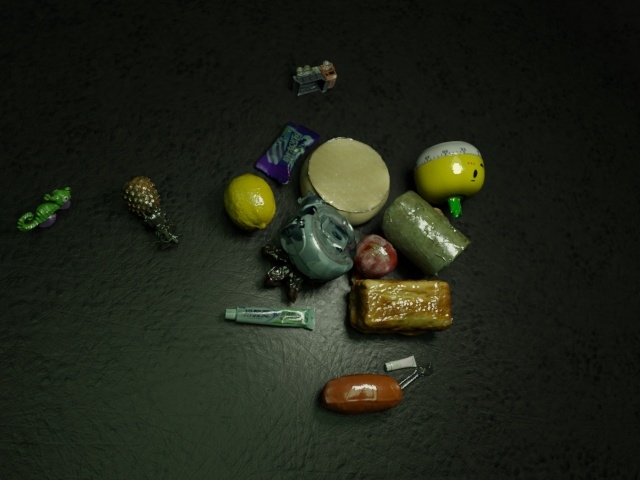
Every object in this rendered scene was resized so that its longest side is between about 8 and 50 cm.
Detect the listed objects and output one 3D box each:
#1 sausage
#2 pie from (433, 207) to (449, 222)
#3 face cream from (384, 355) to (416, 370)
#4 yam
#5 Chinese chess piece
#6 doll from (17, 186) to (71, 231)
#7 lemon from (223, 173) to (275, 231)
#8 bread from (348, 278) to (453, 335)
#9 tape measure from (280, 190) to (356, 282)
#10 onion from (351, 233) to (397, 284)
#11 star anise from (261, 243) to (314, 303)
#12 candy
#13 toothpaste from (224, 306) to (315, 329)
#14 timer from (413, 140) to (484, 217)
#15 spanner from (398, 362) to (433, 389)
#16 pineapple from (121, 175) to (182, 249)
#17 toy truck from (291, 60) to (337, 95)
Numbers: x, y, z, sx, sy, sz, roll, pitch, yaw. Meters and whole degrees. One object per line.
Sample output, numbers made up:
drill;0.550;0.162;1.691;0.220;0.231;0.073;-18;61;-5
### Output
sausage;0.130;0.479;1.419;0.259;0.133;0.133;3;68;-13
pie;0.401;-0.042;1.720;0.163;0.079;0.193;30;73;4
face cream;0.272;0.419;1.537;0.115;0.020;0.038;-6;70;-19
yam;0.350;-0.023;1.589;0.195;0.195;0.300;-37;72;-24
Chinese chess piece;0.091;-0.215;1.679;0.339;0.140;0.337;6;66;-13
doll;-0.849;-0.097;1.405;0.050;0.115;0.190;34;65;9
lemon;-0.241;-0.128;1.542;0.181;0.181;0.193;-30;102;-23
bread;0.271;0.224;1.545;0.344;0.149;0.195;4;79;-14
tape measure;0.000;0.000;1.499;0.275;0.147;0.256;48;39;-15
onion;0.173;0.076;1.585;0.159;0.159;0.195;44;90;5
star anise;-0.108;0.078;1.535;0.220;0.099;0.214;45;56;6
candy;-0.123;-0.337;1.713;0.145;0.070;0.275;29;67;8
toothpaste;-0.161;0.248;1.483;0.297;0.048;0.074;6;67;-15
timer;0.492;-0.208;1.715;0.286;0.285;0.284;5;68;-12
spanner;0.300;0.474;1.526;0.209;0.012;0.046;-29;79;-22
pineapple;-0.547;-0.085;1.487;0.125;0.125;0.251;-32;85;-23
toy truck;-0.027;-0.658;1.855;0.192;0.083;0.092;-21;75;-20
